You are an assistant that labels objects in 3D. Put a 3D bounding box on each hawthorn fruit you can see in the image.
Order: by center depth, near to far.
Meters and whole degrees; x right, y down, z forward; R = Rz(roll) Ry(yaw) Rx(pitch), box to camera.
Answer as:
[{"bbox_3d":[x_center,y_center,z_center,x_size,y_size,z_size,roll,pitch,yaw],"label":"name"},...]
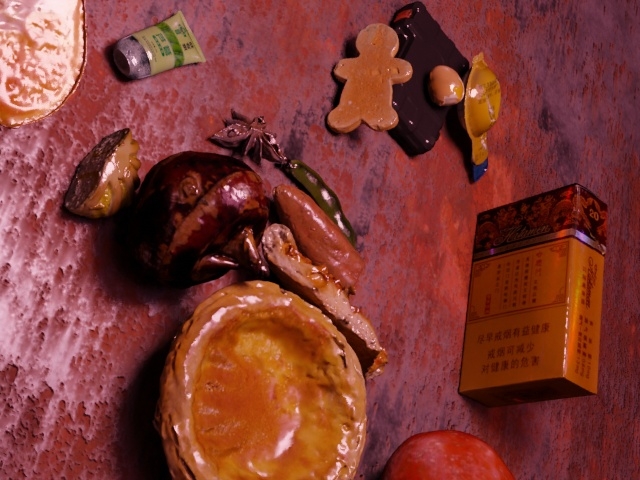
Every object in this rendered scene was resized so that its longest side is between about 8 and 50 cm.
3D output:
[{"bbox_3d":[0.225,0.463,1.697,0.284,0.284,0.284,15,68,-40],"label":"hawthorn fruit"}]

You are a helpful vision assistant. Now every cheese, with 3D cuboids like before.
[{"bbox_3d":[0.336,-0.260,2.107,0.177,0.069,0.270,-41,130,-54],"label":"cheese"}]

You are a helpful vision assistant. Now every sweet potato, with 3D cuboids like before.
[{"bbox_3d":[0.000,0.000,1.737,0.252,0.097,0.097,56,47,-18],"label":"sweet potato"}]

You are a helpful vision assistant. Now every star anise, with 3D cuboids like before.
[{"bbox_3d":[-0.129,-0.176,1.696,0.129,0.056,0.124,-3,55,-40],"label":"star anise"}]

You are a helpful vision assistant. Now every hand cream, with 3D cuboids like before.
[{"bbox_3d":[-0.262,-0.312,1.614,0.175,0.046,0.095,-34,99,-46],"label":"hand cream"}]

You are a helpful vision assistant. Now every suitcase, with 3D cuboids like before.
[{"bbox_3d":[0.195,-0.334,2.042,0.206,0.066,0.286,46,51,-25],"label":"suitcase"}]

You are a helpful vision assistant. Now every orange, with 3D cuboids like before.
[{"bbox_3d":[-0.435,-0.330,1.315,0.274,0.274,0.310,-22,138,-45],"label":"orange"}]

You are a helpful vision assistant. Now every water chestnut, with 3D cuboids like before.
[{"bbox_3d":[-0.170,-0.024,1.485,0.223,0.224,0.238,-21,62,-45],"label":"water chestnut"}]

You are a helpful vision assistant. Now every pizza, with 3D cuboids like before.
[{"bbox_3d":[0.019,0.113,1.665,0.074,0.182,0.365,-45,114,-16],"label":"pizza"}]

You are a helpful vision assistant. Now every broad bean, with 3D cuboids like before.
[{"bbox_3d":[0.000,-0.070,1.797,0.227,0.039,0.069,50,43,-20],"label":"broad bean"}]

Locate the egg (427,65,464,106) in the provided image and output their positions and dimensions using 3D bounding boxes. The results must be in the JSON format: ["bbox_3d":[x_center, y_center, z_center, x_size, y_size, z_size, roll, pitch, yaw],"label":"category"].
[{"bbox_3d":[0.249,-0.310,1.990,0.071,0.071,0.083,-7,82,-44],"label":"egg"}]

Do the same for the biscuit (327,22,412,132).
[{"bbox_3d":[0.098,-0.309,1.896,0.030,0.153,0.234,64,32,-65],"label":"biscuit"}]

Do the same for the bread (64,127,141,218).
[{"bbox_3d":[-0.313,-0.088,1.483,0.157,0.083,0.094,-53,126,-40],"label":"bread"}]

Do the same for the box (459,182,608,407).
[{"bbox_3d":[0.427,0.110,1.991,0.115,0.264,0.415,28,59,-33],"label":"box"}]

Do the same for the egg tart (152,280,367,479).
[{"bbox_3d":[-0.098,0.257,1.518,0.387,0.169,0.388,12,70,-37],"label":"egg tart"}]
